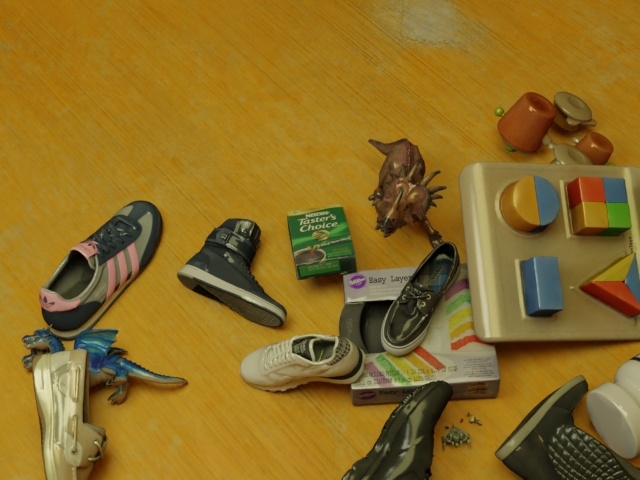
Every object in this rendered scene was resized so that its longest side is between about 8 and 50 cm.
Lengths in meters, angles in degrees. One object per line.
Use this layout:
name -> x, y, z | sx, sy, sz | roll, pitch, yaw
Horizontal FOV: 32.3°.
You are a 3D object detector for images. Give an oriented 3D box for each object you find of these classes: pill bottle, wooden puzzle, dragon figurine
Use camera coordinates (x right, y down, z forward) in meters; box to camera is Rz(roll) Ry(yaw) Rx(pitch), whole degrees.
pill bottle -> 0.578, 0.240, 1.800 | 0.265, 0.153, 0.153 | -26, 58, -14
wooden puzzle -> 0.428, 0.013, 1.916 | 0.348, 0.080, 0.322 | -1, 75, -12
dragon figurine -> -0.383, 0.206, 1.918 | 0.289, 0.085, 0.144 | -8, 55, -1

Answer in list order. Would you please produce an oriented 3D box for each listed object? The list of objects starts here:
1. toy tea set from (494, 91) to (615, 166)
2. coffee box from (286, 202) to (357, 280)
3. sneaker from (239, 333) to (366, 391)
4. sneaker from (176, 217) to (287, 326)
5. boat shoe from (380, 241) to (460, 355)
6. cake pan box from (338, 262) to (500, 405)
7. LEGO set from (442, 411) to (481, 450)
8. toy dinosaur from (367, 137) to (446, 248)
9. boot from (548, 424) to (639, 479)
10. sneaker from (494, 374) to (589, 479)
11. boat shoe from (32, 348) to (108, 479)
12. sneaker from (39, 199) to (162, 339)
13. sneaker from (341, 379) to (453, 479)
toy tea set -> 0.472, -0.150, 2.128 | 0.200, 0.124, 0.336 | 4, 45, -31
coffee box -> 0.000, 0.000, 2.032 | 0.113, 0.040, 0.184 | -8, 33, -1
sneaker -> -0.044, 0.196, 1.868 | 0.235, 0.095, 0.090 | -12, 59, 26
sneaker -> -0.127, 0.050, 2.012 | 0.226, 0.086, 0.163 | 26, 63, 21
boat shoe -> 0.175, 0.093, 1.892 | 0.080, 0.076, 0.228 | 29, 61, 22
cake pan box -> 0.166, 0.161, 1.932 | 0.267, 0.070, 0.245 | -3, 53, 2
LEGO set -> 0.233, 0.318, 1.842 | 0.054, 0.023, 0.083 | 22, 59, 17
toy dinosaur -> 0.155, -0.111, 2.041 | 0.127, 0.200, 0.295 | -7, 54, -2
boot -> 0.470, 0.377, 1.720 | 0.246, 0.161, 0.083 | 38, 100, 20
sneaker -> 0.392, 0.323, 1.810 | 0.222, 0.083, 0.118 | -39, 80, -29
boat shoe -> -0.395, 0.325, 1.781 | 0.098, 0.109, 0.302 | -10, 76, -7
sneaker -> -0.396, 0.028, 2.015 | 0.112, 0.131, 0.319 | 20, 58, 17
sneaker -> 0.138, 0.355, 1.782 | 0.130, 0.109, 0.286 | 35, 76, 14
